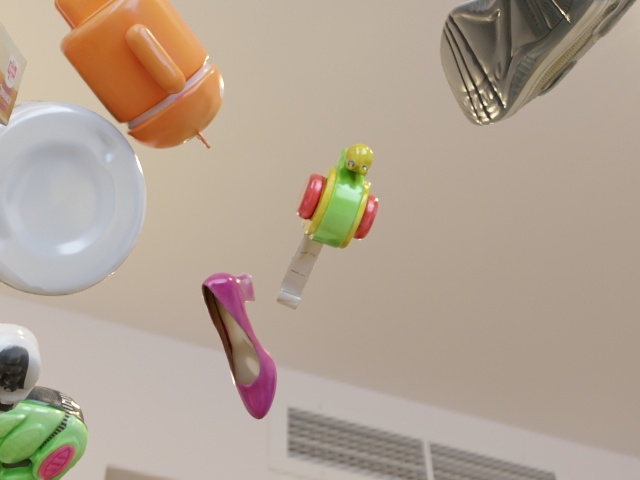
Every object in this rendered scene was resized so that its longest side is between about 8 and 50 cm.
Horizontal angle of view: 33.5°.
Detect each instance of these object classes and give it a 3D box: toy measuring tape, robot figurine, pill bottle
[{"bbox_3d":[0.000,0.000,1.575,0.121,0.121,0.330,17,-56,-15],"label":"toy measuring tape"},{"bbox_3d":[-0.190,-0.191,1.145,0.158,0.128,0.219,-22,-67,40],"label":"robot figurine"},{"bbox_3d":[-0.364,-0.059,1.225,0.204,0.361,0.204,-5,-81,-34],"label":"pill bottle"}]

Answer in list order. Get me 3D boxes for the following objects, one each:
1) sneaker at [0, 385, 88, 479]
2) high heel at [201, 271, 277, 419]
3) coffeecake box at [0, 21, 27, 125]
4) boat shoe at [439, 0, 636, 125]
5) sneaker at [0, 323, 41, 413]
[{"bbox_3d":[-0.470,0.209,1.297,0.482,0.202,0.185,-8,-46,33],"label":"sneaker"},{"bbox_3d":[-0.135,0.170,1.684,0.082,0.117,0.244,-3,-87,29],"label":"high heel"},{"bbox_3d":[-0.358,-0.165,0.894,0.185,0.068,0.142,14,-8,-2],"label":"coffeecake box"},{"bbox_3d":[0.199,-0.195,0.962,0.103,0.118,0.320,-19,-12,-17],"label":"boat shoe"},{"bbox_3d":[-0.338,0.096,0.904,0.292,0.118,0.110,-17,-27,40],"label":"sneaker"}]
